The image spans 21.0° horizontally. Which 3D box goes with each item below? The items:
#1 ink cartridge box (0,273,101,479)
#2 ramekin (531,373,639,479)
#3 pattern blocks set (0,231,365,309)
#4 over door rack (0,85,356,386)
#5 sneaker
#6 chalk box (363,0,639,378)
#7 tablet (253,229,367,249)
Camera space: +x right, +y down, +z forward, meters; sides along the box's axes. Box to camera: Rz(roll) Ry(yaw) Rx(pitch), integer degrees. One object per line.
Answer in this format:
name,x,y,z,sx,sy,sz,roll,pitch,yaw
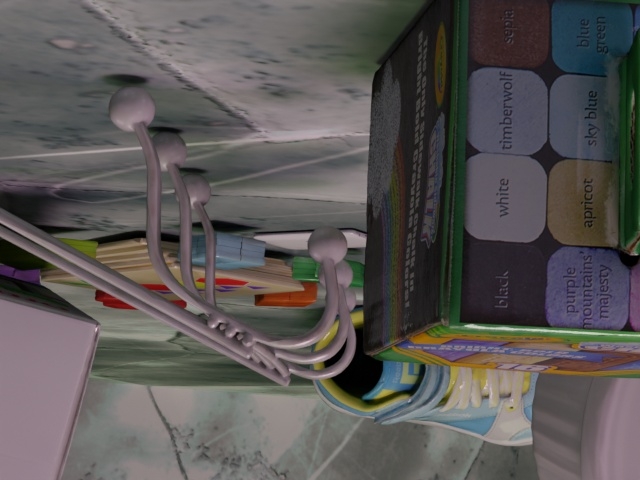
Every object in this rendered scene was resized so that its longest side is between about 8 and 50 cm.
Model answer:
ink cartridge box,-0.284,0.110,1.162,0.198,0.197,0.270,16,179,-18
ramekin,0.267,0.124,1.174,0.273,0.272,0.127,7,-179,-26
pattern blocks set,-0.122,0.023,1.349,0.325,0.026,0.285,-3,169,37
over door rack,-0.135,-0.018,0.899,0.324,0.108,0.239,16,172,6
sneaker,0.137,0.134,1.687,0.319,0.127,0.208,1,172,8
chalk box,0.100,-0.022,0.648,0.132,0.132,0.213,4,172,-9
tablet,0.000,0.000,1.234,0.083,0.006,0.054,-3,169,30
